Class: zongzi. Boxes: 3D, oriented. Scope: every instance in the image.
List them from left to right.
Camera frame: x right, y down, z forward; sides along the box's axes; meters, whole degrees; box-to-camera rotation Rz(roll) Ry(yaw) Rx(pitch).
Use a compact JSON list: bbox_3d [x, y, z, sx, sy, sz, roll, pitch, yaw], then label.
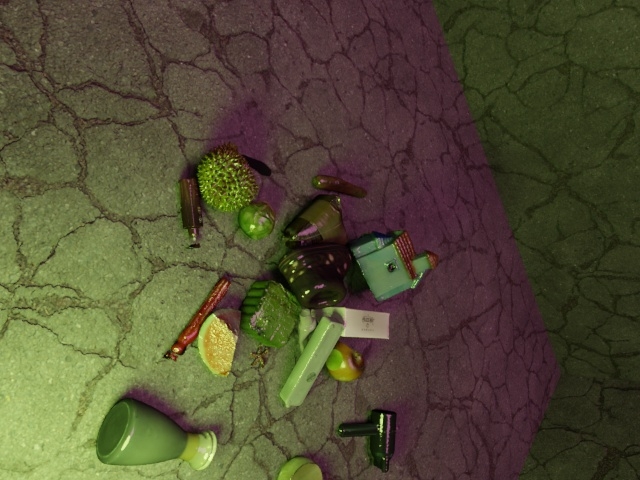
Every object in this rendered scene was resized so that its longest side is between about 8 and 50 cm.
[{"bbox_3d":[0.000,0.000,1.852,0.289,0.154,0.317,-44,128,-26],"label":"zongzi"}]

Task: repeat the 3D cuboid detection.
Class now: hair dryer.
[{"bbox_3d":[0.196,0.869,1.932,0.303,0.116,0.244,12,75,-29],"label":"hair dryer"}]

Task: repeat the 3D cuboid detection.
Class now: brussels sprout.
[{"bbox_3d":[-0.231,-0.077,1.652,0.155,0.118,0.154,2,87,-33],"label":"brussels sprout"}]

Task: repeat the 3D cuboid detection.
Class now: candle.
[{"bbox_3d":[-0.400,0.259,1.493,0.051,0.048,0.329,44,56,-19],"label":"candle"}]

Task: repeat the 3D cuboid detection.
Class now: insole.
[{"bbox_3d":[-0.252,-0.292,1.740,0.153,0.002,0.053,20,71,-40],"label":"insole"}]

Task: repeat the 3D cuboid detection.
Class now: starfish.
[{"bbox_3d":[-0.226,0.432,1.642,0.091,0.028,0.078,-45,108,-34],"label":"starfish"}]

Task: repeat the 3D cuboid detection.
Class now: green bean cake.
[{"bbox_3d":[-0.187,0.268,1.644,0.200,0.113,0.214,43,57,-29],"label":"green bean cake"}]

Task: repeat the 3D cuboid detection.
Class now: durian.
[{"bbox_3d":[-0.320,-0.208,1.527,0.176,0.200,0.236,-84,159,-65],"label":"durian"}]

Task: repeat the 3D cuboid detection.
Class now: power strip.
[{"bbox_3d":[-0.039,0.466,1.689,0.091,0.062,0.385,25,96,-44],"label":"power strip"}]

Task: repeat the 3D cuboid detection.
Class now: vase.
[{"bbox_3d":[-0.465,0.587,1.313,0.321,0.173,0.173,36,61,-38],"label":"vase"}]

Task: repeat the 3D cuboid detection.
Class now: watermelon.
[{"bbox_3d":[-0.332,0.331,1.519,0.146,0.129,0.230,-62,167,-73],"label":"watermelon"}]

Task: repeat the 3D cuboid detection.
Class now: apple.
[{"bbox_3d":[0.107,0.503,1.857,0.147,0.147,0.163,21,68,-40],"label":"apple"}]

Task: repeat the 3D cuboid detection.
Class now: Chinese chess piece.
[{"bbox_3d":[-0.079,0.914,1.675,0.189,0.083,0.188,3,85,-43],"label":"Chinese chess piece"}]

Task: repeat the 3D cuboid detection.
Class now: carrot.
[{"bbox_3d":[0.106,-0.244,2.024,0.343,0.070,0.070,8,79,-43],"label":"carrot"}]

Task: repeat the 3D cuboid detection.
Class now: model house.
[{"bbox_3d":[0.330,0.072,1.951,0.294,0.330,0.251,64,11,-13],"label":"model house"}]

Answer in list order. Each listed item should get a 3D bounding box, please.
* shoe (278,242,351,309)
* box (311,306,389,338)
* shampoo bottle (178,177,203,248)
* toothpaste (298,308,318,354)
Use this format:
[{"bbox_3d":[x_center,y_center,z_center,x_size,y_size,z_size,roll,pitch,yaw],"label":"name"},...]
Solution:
[{"bbox_3d":[0.022,0.142,1.751,0.384,0.171,0.237,0,55,-54],"label":"shoe"},{"bbox_3d":[0.124,0.343,1.858,0.274,0.203,0.116,14,76,-41],"label":"box"},{"bbox_3d":[-0.434,-0.090,1.498,0.068,0.067,0.236,-7,88,-52],"label":"shampoo bottle"},{"bbox_3d":[-0.040,0.366,1.727,0.099,0.068,0.282,-13,133,-6],"label":"toothpaste"}]
